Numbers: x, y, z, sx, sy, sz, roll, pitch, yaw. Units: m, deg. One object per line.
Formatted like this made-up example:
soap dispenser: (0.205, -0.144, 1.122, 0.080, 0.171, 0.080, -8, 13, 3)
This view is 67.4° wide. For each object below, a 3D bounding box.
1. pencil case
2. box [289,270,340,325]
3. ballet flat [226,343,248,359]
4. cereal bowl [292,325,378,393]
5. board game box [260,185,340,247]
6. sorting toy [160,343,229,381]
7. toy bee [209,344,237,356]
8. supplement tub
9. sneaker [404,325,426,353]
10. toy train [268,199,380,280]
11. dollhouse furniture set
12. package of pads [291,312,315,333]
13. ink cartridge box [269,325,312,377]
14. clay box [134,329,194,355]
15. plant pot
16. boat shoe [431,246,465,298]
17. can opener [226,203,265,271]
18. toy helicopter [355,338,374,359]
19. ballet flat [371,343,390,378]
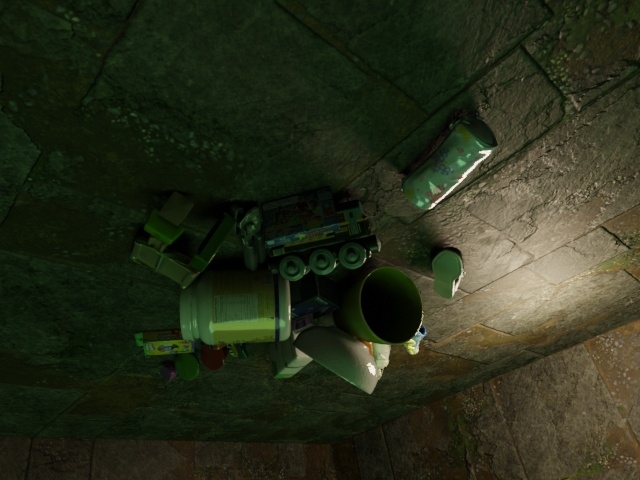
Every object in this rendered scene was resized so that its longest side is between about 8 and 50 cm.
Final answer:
pencil case: (0.329, -0.199, 1.252, 0.124, 0.113, 0.273, 17, 137, -21)
box: (-0.056, 0.214, 1.741, 0.207, 0.108, 0.153, -27, 142, 23)
ballet flat: (-0.357, 0.444, 2.021, 0.074, 0.074, 0.203, -10, 140, -3)
cereal bowl: (0.072, 0.411, 1.753, 0.141, 0.339, 0.339, -59, 143, -11)
board game box: (-0.057, -0.066, 1.308, 0.202, 0.136, 0.035, -13, 145, 4)
sorting toy: (-0.525, 0.519, 2.082, 0.366, 0.126, 0.126, -25, 173, 24)
toy bee: (-0.320, 0.336, 1.798, 0.162, 0.195, 0.299, -8, 167, 42)
supplement tub: (-0.268, 0.212, 1.547, 0.332, 0.240, 0.241, -2, 145, -7)
sneaker: (0.457, 0.471, 2.287, 0.126, 0.091, 0.240, -23, 144, 16)
toy train: (0.000, 0.000, 1.386, 0.334, 0.190, 0.142, -12, -178, 11)
dollhouse furniture set: (-0.394, -0.001, 1.350, 0.198, 0.151, 0.301, 33, 149, -12)
package of pads: (-0.062, 0.296, 1.715, 0.083, 0.050, 0.032, -26, 143, 19)
ink cartridge box: (-0.126, 0.472, 2.049, 0.093, 0.160, 0.219, 10, 141, -31)
clay box: (-0.614, 0.405, 1.900, 0.222, 0.053, 0.127, -2, 144, -15)
plant pot: (0.175, 0.262, 1.773, 0.275, 0.274, 0.294, 9, 159, -28)
boat shoe: (0.473, 0.101, 1.757, 0.114, 0.091, 0.302, 28, 153, 20)
can opener: (-0.217, -0.012, 1.415, 0.076, 0.095, 0.283, -49, 163, -27)
toy helicopter: (0.145, 0.457, 2.071, 0.140, 0.235, 0.354, -34, 132, -12)
ballet flat: (0.284, 0.595, 2.381, 0.139, 0.139, 0.400, -8, 146, -6)
